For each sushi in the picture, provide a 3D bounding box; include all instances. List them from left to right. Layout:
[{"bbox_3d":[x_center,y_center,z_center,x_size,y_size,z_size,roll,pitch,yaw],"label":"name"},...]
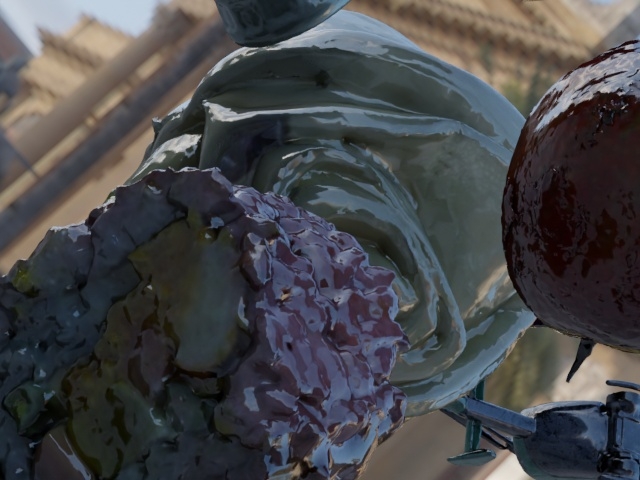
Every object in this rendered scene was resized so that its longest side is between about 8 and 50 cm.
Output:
[{"bbox_3d":[-0.081,0.076,1.016,0.171,0.270,0.236,5,53,-54],"label":"sushi"}]

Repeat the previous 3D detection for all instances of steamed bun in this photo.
[{"bbox_3d":[0.000,0.000,1.371,0.342,0.367,0.255,44,-4,3],"label":"steamed bun"}]

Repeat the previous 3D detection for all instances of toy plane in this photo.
[{"bbox_3d":[0.216,0.184,1.581,0.382,0.106,0.155,22,-27,-34],"label":"toy plane"}]

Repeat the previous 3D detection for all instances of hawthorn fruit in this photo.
[{"bbox_3d":[0.182,-0.004,1.030,0.181,0.181,0.235,41,-56,22],"label":"hawthorn fruit"}]

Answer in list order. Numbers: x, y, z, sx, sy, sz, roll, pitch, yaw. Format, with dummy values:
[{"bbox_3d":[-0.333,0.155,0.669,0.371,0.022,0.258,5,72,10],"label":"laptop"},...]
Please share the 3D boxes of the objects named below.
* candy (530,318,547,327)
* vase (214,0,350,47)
[{"bbox_3d":[0.223,0.057,1.576,0.045,0.175,0.043,-90,173,-57],"label":"candy"},{"bbox_3d":[-0.080,-0.280,1.181,0.299,0.143,0.143,59,-18,-24],"label":"vase"}]
